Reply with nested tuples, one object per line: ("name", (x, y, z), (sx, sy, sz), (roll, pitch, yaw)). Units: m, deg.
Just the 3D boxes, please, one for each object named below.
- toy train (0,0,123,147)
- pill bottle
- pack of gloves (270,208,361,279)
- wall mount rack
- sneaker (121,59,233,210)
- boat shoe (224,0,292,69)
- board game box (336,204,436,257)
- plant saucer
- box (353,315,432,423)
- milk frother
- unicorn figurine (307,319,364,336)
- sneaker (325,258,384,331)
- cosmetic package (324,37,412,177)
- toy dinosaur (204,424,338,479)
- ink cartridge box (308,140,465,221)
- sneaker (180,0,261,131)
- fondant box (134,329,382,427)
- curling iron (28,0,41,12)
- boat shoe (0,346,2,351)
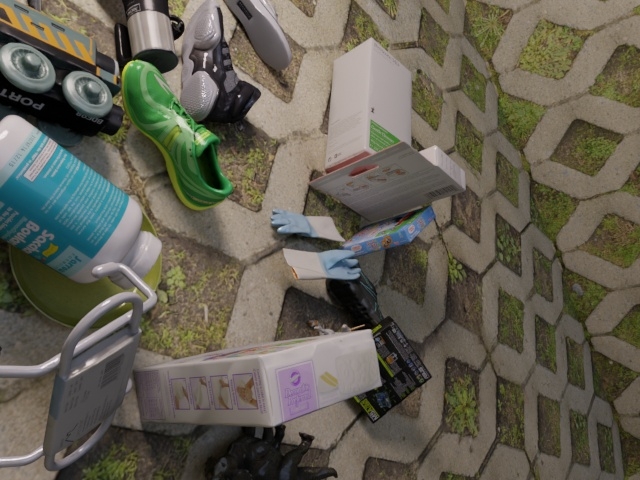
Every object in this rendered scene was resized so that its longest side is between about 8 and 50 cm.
("toy train", (-0.452, -0.273, 0.785), (0.333, 0.142, 0.190), (17, 55, -45))
("pill bottle", (-0.356, -0.037, 0.737), (0.264, 0.146, 0.146), (41, 50, -31))
("pack of gloves", (0.000, 0.000, 1.203), (0.232, 0.046, 0.195), (5, 49, -47))
("wall mount rack", (-0.358, 0.178, 0.650), (0.130, 0.350, 0.304), (37, 36, 15))
("sneaker", (-0.248, -0.196, 0.967), (0.296, 0.123, 0.109), (63, 36, -26))
("boat shoe", (-0.139, -0.533, 1.252), (0.258, 0.095, 0.084), (57, 47, -19))
("board game box", (0.163, -0.017, 1.320), (0.160, 0.211, 0.039), (-37, 104, -48))
("plant saucer", (-0.370, 0.024, 0.842), (0.240, 0.037, 0.241), (18, 64, -44))
("box", (0.141, 0.303, 1.234), (0.184, 0.045, 0.191), (-36, 110, -3))
("milk frother", (-0.301, -0.377, 0.990), (0.143, 0.129, 0.135), (-2, 76, -43))
("unicorn figurine", (0.013, 0.228, 1.194), (0.111, 0.060, 0.162), (44, 64, -30))
("sneaker", (0.117, 0.166, 1.293), (0.268, 0.101, 0.106), (61, 40, -14))
("cosmetic package", (0.136, -0.334, 1.447), (0.196, 0.155, 0.366), (24, 61, -39))
("toy dinosaur", (-0.100, 0.416, 0.974), (0.313, 0.121, 0.160), (40, 62, -39))
("ink cartridge box", (0.163, -0.156, 1.303), (0.261, 0.296, 0.066), (28, 56, -40))
("sneaker", (-0.207, -0.360, 1.116), (0.153, 0.101, 0.269), (14, 72, -46))
("fondant box", (-0.106, 0.219, 0.845), (0.238, 0.330, 0.096), (-2, 78, -48))
("curling iron", (-0.488, -0.511, 0.885), (0.035, 0.068, 0.274), (-8, 88, -51))
("boat shoe", (-0.498, 0.068, 0.643), (0.254, 0.095, 0.079), (41, 60, -20))
